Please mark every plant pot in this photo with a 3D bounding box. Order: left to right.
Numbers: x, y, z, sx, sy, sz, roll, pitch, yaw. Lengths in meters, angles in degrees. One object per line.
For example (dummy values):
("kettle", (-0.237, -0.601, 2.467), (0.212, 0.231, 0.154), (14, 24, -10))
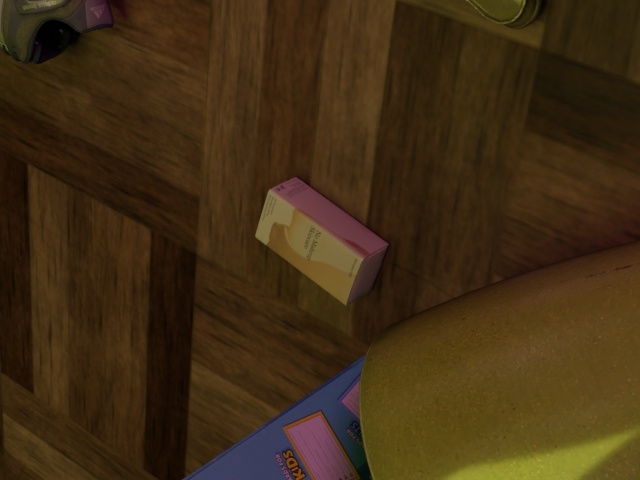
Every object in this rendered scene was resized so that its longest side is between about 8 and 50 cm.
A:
("plant pot", (0.225, 0.109, 0.808), (0.294, 0.275, 0.274), (-34, 86, 30))

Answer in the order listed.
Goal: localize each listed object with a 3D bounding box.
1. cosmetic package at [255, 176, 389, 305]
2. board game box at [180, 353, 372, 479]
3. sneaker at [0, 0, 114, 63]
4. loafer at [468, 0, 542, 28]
("cosmetic package", (0.000, 0.000, 1.083), (0.115, 0.041, 0.060), (36, 130, 24))
("board game box", (0.050, 0.235, 0.945), (0.253, 0.336, 0.079), (51, 135, 11))
("sneaker", (-0.322, -0.230, 1.214), (0.300, 0.111, 0.121), (-10, 107, 46))
("loafer", (0.104, -0.213, 0.881), (0.148, 0.050, 0.056), (52, 135, 9))
